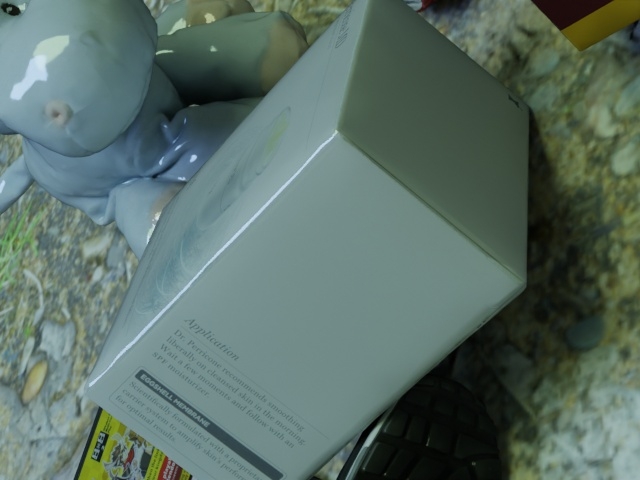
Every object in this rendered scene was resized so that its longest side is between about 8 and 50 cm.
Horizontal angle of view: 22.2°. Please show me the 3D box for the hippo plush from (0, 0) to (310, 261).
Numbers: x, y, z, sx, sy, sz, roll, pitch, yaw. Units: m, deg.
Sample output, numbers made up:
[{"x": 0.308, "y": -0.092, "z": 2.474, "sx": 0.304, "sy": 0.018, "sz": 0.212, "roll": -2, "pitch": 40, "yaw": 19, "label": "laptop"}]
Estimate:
[{"x": -0.156, "y": -0.128, "z": 1.149, "sx": 0.294, "sy": 0.236, "sz": 0.234, "roll": 19, "pitch": 72, "yaw": 37, "label": "hippo plush"}]

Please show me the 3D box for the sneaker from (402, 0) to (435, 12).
[{"x": 0.044, "y": -0.244, "z": 1.136, "sx": 0.088, "sy": 0.092, "sz": 0.225, "roll": -45, "pitch": 42, "yaw": 26, "label": "sneaker"}]

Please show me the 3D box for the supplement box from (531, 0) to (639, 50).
[{"x": 0.159, "y": -0.244, "z": 0.880, "sx": 0.191, "sy": 0.194, "sz": 0.129, "roll": -28, "pitch": 31, "yaw": 40, "label": "supplement box"}]

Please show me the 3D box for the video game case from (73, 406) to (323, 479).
[{"x": -0.122, "y": 0.262, "z": 1.117, "sx": 0.248, "sy": 0.035, "sz": 0.275, "roll": 11, "pitch": 81, "yaw": 53, "label": "video game case"}]

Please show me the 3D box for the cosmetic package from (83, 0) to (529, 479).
[{"x": 0.000, "y": 0.000, "z": 0.954, "sx": 0.224, "sy": 0.138, "sz": 0.224, "roll": -44, "pitch": 15, "yaw": 25, "label": "cosmetic package"}]

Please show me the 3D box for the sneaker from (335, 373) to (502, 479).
[{"x": 0.007, "y": 0.208, "z": 0.931, "sx": 0.124, "sy": 0.107, "sz": 0.283, "roll": 4, "pitch": 74, "yaw": 58, "label": "sneaker"}]
